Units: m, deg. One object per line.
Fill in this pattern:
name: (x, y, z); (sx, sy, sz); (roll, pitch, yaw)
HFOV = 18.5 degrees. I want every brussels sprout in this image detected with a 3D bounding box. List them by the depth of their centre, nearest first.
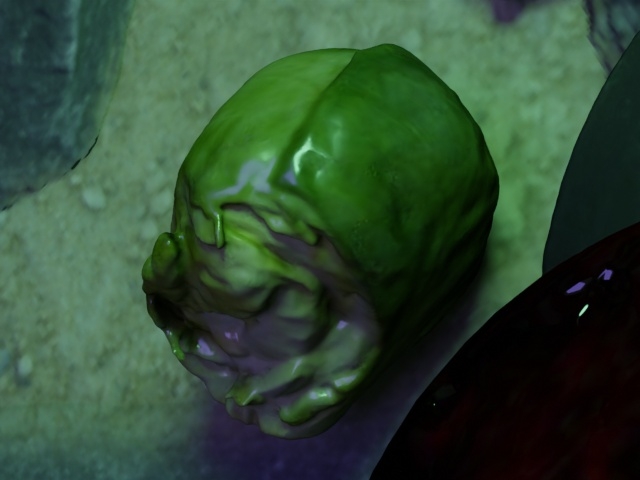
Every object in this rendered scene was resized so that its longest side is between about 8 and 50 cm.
brussels sprout: (0.004, -0.006, 0.859); (0.131, 0.145, 0.183); (25, 144, 10)

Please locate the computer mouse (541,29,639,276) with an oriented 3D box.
computer mouse: (0.157, 0.010, 0.782); (0.137, 0.086, 0.270); (12, 93, 36)

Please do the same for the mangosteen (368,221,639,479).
mangosteen: (0.193, 0.170, 0.580); (0.381, 0.381, 0.421); (2, 112, 35)
